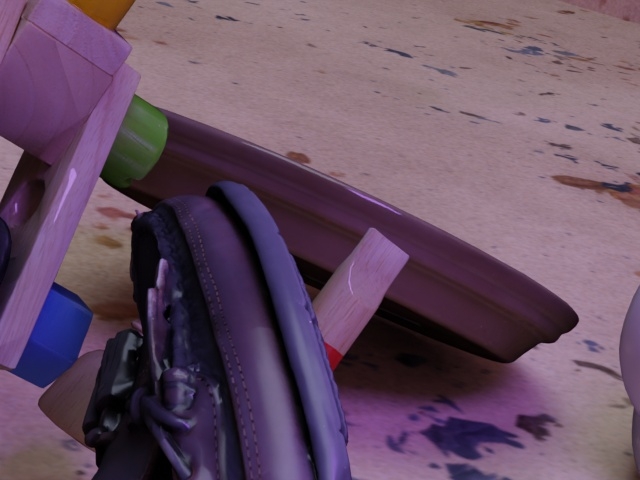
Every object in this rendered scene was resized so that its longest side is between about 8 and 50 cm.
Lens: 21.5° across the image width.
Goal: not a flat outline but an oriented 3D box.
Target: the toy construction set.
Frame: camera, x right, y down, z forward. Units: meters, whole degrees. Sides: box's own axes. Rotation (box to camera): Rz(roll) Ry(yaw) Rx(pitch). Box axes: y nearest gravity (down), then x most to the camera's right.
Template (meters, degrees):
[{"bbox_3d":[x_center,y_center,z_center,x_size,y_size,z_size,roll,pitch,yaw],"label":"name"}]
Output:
[{"bbox_3d":[-0.098,-0.067,0.679,0.309,0.237,0.257,37,-3,-8],"label":"toy construction set"}]

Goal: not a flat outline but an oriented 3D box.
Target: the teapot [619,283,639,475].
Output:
[{"bbox_3d":[0.270,0.053,0.782,0.252,0.187,0.256,14,18,11],"label":"teapot"}]

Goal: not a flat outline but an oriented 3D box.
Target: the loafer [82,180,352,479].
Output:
[{"bbox_3d":[-0.035,0.094,0.492,0.095,0.109,0.302,-7,45,-12],"label":"loafer"}]

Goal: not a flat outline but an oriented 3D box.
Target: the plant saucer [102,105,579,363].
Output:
[{"bbox_3d":[0.000,0.000,0.880,0.278,0.041,0.278,24,-4,2],"label":"plant saucer"}]
